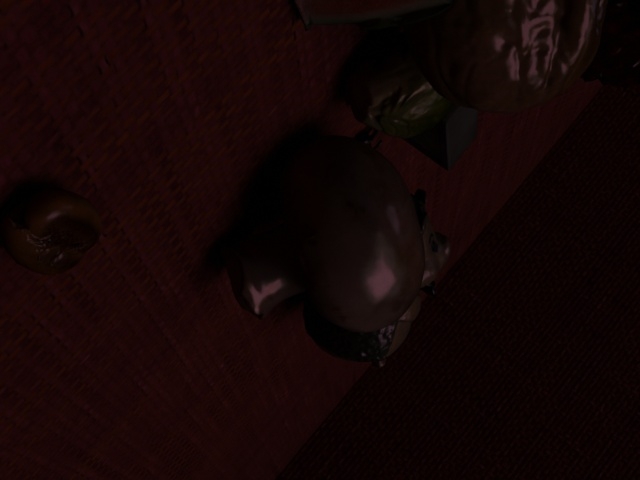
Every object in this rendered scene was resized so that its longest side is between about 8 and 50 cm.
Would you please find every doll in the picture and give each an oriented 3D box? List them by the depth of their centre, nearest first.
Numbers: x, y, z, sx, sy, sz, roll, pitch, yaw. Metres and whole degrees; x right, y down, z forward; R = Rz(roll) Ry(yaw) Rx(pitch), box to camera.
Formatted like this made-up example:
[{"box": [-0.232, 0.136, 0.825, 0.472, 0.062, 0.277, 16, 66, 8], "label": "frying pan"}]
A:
[{"box": [0.106, 0.065, 1.890, 0.247, 0.247, 0.350, -28, 137, -56], "label": "doll"}]

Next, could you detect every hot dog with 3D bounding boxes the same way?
[{"box": [-0.261, -0.010, 0.996, 0.090, 0.060, 0.140, -50, 158, 5], "label": "hot dog"}]

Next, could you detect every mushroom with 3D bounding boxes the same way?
[{"box": [0.000, 0.000, 1.477, 0.290, 0.298, 0.297, -17, 165, 7], "label": "mushroom"}]

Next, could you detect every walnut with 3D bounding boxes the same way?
[{"box": [0.231, -0.323, 1.279, 0.277, 0.252, 0.313, -11, 122, -7], "label": "walnut"}]

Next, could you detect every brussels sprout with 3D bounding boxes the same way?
[{"box": [0.125, -0.225, 1.465, 0.180, 0.144, 0.161, -25, 178, -13], "label": "brussels sprout"}]

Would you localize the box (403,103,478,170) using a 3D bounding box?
[{"box": [0.182, -0.216, 1.662, 0.086, 0.129, 0.225, -51, 164, -8], "label": "box"}]

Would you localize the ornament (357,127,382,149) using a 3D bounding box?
[{"box": [0.063, -0.147, 1.664, 0.125, 0.028, 0.073, -46, 163, -28], "label": "ornament"}]

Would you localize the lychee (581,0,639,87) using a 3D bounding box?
[{"box": [0.514, -0.452, 1.537, 0.500, 0.425, 0.424, -24, 170, 15], "label": "lychee"}]

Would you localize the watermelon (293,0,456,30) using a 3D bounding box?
[{"box": [0.120, -0.350, 1.051, 0.319, 0.222, 0.292, -52, 160, -2], "label": "watermelon"}]
